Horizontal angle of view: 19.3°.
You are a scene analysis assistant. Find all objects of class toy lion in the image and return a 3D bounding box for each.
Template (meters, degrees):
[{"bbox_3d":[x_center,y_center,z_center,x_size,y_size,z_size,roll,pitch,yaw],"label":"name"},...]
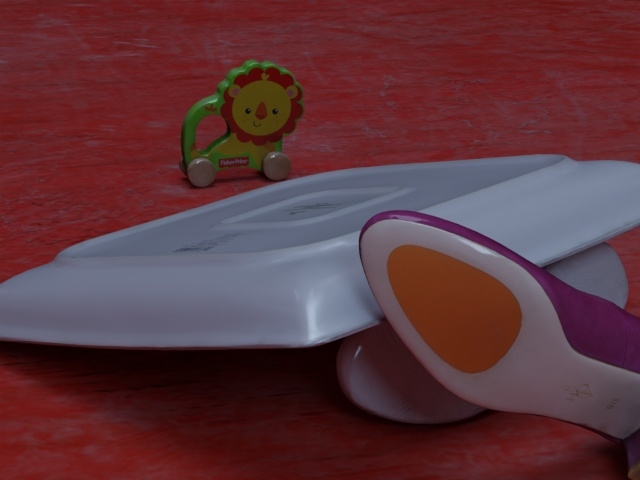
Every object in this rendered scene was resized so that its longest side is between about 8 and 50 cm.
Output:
[{"bbox_3d":[-0.062,-0.095,1.498,0.100,0.096,0.034,-6,21,-16],"label":"toy lion"}]

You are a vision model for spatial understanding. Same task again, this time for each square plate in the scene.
[{"bbox_3d":[0.000,0.000,1.182,0.344,0.049,0.347,-18,11,-41],"label":"square plate"}]

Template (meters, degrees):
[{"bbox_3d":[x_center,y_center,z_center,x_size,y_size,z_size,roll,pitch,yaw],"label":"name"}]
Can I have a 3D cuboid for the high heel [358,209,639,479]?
[{"bbox_3d":[0.123,0.044,1.016,0.244,0.082,0.117,30,25,-11],"label":"high heel"}]

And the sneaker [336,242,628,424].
[{"bbox_3d":[0.085,0.057,1.144,0.212,0.080,0.094,-18,6,-33],"label":"sneaker"}]
